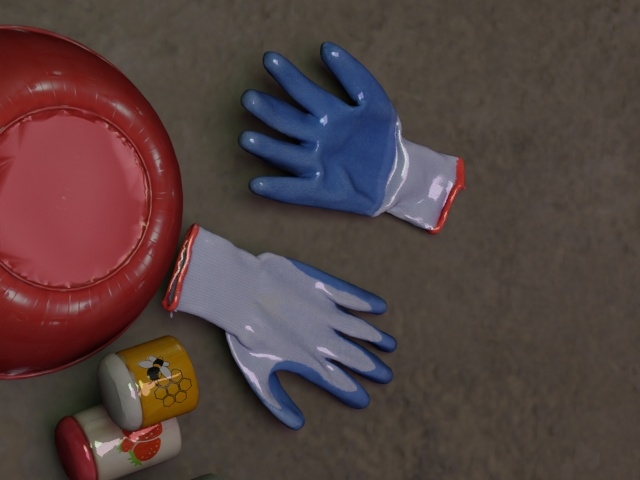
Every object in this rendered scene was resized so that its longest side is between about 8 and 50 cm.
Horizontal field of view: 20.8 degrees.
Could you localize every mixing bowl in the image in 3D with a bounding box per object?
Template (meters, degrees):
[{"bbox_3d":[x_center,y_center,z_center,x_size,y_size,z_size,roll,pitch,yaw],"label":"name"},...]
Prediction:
[{"bbox_3d":[-0.137,-0.019,0.851,0.181,0.098,0.181,0,90,-25],"label":"mixing bowl"}]

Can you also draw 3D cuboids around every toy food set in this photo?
[{"bbox_3d":[-0.096,0.170,0.861,0.105,0.111,0.232,-19,100,-24],"label":"toy food set"}]

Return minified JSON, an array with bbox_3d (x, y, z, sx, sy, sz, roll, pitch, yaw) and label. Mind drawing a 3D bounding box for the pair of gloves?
[{"bbox_3d":[0.000,0.000,0.938,0.159,0.023,0.198,27,77,-34],"label":"pair of gloves"}]
